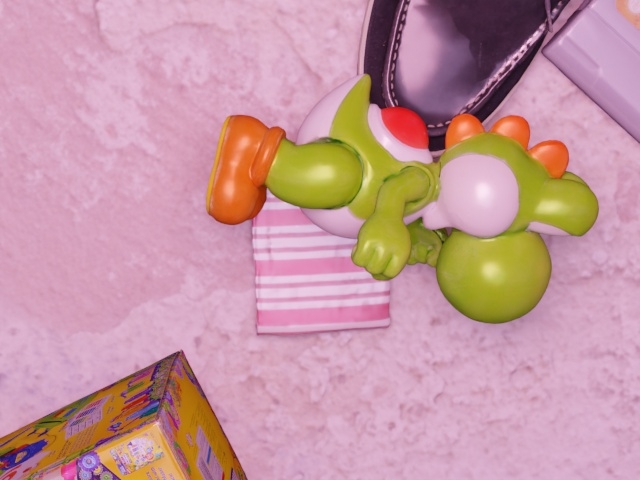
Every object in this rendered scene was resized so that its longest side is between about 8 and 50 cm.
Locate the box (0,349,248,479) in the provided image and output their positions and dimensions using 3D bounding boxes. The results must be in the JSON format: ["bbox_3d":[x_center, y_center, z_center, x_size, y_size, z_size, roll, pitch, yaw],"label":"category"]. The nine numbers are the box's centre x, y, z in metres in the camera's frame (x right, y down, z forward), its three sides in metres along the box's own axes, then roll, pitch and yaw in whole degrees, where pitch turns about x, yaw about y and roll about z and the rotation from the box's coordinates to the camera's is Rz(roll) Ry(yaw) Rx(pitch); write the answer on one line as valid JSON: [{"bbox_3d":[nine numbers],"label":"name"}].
[{"bbox_3d":[-0.229,0.268,1.355,0.279,0.290,0.177,-26,98,3],"label":"box"}]

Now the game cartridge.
[{"bbox_3d":[0.394,-0.238,1.426,0.198,0.062,0.297,41,95,-2],"label":"game cartridge"}]

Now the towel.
[{"bbox_3d":[0.000,0.000,1.460,0.144,0.029,0.197,-2,98,-4],"label":"towel"}]

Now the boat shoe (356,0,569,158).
[{"bbox_3d":[0.192,-0.305,1.361,0.187,0.156,0.500,31,97,-7],"label":"boat shoe"}]

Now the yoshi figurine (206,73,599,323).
[{"bbox_3d":[0.077,-0.013,1.346,0.362,0.203,0.203,8,53,2],"label":"yoshi figurine"}]
